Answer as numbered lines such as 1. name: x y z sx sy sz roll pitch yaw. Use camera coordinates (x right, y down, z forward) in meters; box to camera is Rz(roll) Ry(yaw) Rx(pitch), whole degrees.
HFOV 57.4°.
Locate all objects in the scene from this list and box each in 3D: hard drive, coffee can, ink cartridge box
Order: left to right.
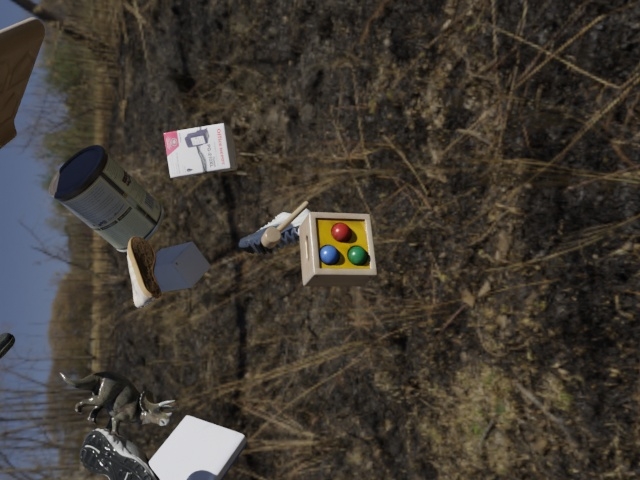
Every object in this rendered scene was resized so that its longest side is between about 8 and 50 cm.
1. coffee can: -0.641 -0.122 1.771 0.275 0.202 0.201 52 -166 -41
2. hard drive: -0.356 0.599 1.471 0.318 0.210 0.040 -50 -44 -42
3. ink cartridge box: -0.448 -0.334 2.197 0.100 0.237 0.171 -27 -71 -83

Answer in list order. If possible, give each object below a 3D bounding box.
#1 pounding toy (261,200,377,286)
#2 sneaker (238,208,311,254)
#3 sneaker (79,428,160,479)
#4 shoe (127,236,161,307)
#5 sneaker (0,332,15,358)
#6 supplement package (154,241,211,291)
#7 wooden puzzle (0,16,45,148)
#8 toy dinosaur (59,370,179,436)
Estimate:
1. pounding toy: -0.006 -0.009 1.143 0.094 0.206 0.181 130 138 -64
2. sneaker: -0.154 -0.031 2.097 0.110 0.292 0.118 83 171 -68
3. sneaker: -0.390 0.484 1.223 0.272 0.108 0.100 26 88 39
4. shoe: -0.444 0.074 1.437 0.058 0.077 0.219 -47 44 20
5. sneaker: -0.978 0.302 1.620 0.087 0.228 0.130 19 132 51
6. supplement package: -0.448 0.084 1.810 0.179 0.105 0.105 -10 121 43
7. wooden puzzle: -0.822 -0.374 1.462 0.347 0.081 0.322 -60 16 26
8. toy dinosaur: -0.567 0.437 1.610 0.160 0.313 0.121 -56 8 -28
